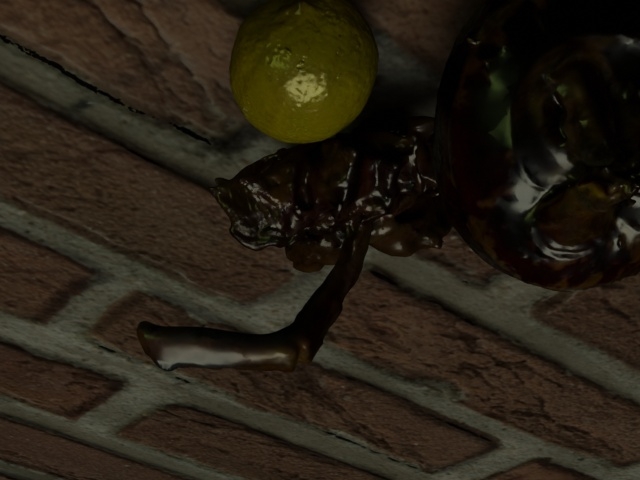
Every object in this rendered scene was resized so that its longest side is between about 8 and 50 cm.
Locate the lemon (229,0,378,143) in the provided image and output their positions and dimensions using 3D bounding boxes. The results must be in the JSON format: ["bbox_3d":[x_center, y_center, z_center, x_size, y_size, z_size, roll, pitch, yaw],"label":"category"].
[{"bbox_3d":[-0.013,-0.127,0.733,0.109,0.109,0.133,7,151,-6],"label":"lemon"}]

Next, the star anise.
[{"bbox_3d":[-0.007,-0.008,0.802,0.237,0.346,0.148,-18,106,51],"label":"star anise"}]

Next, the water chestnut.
[{"bbox_3d":[0.187,-0.074,0.694,0.223,0.224,0.238,2,-173,1],"label":"water chestnut"}]
